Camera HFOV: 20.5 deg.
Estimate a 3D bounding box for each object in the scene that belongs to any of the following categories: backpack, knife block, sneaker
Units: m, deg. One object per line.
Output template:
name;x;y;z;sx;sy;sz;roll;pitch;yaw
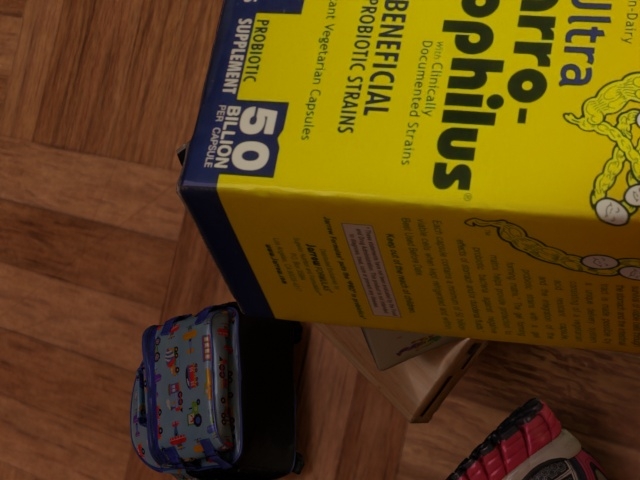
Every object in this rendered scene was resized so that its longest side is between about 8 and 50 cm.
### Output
backpack;-0.108;0.141;1.573;0.173;0.117;0.158;-14;71;44
knife block;0.000;0.000;1.393;0.088;0.242;0.276;-56;15;20
sneaker;0.102;0.252;1.355;0.112;0.121;0.299;46;125;6

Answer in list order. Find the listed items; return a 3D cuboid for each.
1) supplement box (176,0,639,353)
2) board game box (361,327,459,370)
supplement box;0.117;-0.060;1.125;0.356;0.195;0.194;4;65;13
board game box;0.139;-0.068;1.290;0.303;0.097;0.224;-22;61;-1
